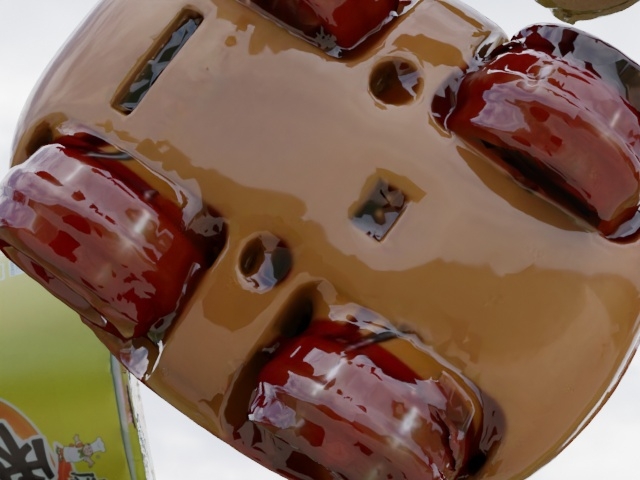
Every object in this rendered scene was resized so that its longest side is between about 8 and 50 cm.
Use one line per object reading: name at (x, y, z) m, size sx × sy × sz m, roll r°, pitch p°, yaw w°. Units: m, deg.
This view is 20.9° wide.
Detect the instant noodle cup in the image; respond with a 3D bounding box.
instant noodle cup at (-0.206, 0.122, 1.054) m, size 0.200 × 0.264 × 0.264 m, roll -11°, pitch -27°, yaw -7°

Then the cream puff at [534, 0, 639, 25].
cream puff at (0.218, -0.250, 1.397) m, size 0.144 × 0.103 × 0.126 m, roll -35°, pitch -61°, yaw 17°

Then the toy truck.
toy truck at (0.000, 0.000, 0.697) m, size 0.265 × 0.189 × 0.239 m, roll 33°, pitch -13°, yaw 13°
